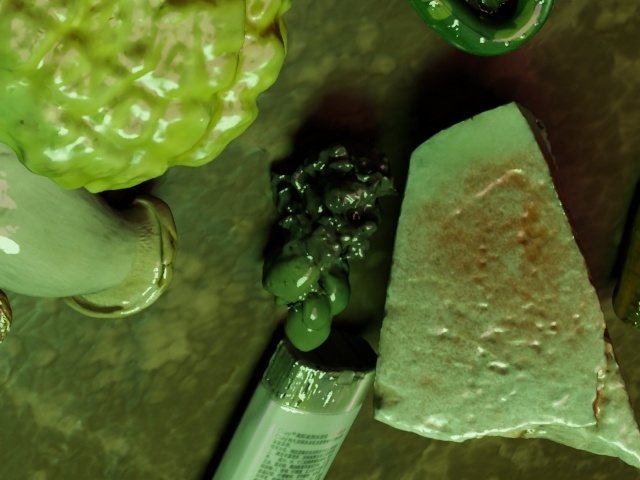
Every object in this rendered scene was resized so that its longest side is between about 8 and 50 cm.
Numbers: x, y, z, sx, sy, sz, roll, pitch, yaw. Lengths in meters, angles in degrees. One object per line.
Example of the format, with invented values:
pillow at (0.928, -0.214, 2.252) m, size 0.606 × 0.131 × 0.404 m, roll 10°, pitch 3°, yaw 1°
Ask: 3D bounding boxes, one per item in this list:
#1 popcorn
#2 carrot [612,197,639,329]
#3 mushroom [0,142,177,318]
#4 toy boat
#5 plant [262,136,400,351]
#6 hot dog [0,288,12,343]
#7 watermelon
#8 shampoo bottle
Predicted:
popcorn at (-0.134, -0.159, 0.918) m, size 0.286 × 0.174 × 0.225 m, roll 33°, pitch 91°, yaw -32°
carrot at (0.281, -0.043, 1.310) m, size 0.070 × 0.070 × 0.260 m, roll -6°, pitch 130°, yaw -25°
mushroom at (-0.173, -0.014, 1.071) m, size 0.212 × 0.088 × 0.097 m, roll 27°, pitch 78°, yaw -47°
toy boat at (0.088, -0.196, 1.085) m, size 0.104 × 0.052 × 0.210 m, roll -36°, pitch 134°, yaw -1°
plant at (0.000, 0.000, 1.190) m, size 0.087 × 0.085 × 0.174 m, roll 11°, pitch 129°, yaw -7°
hot dog at (-0.241, 0.050, 1.120) m, size 0.083 × 0.035 × 0.058 m, roll -2°, pitch 127°, yaw -28°
watermelon at (0.143, 0.055, 1.225) m, size 0.193 × 0.232 × 0.310 m, roll 7°, pitch 145°, yaw 5°
shampoo bottle at (-0.034, 0.169, 1.321) m, size 0.086 × 0.056 × 0.227 m, roll 2°, pitch 126°, yaw -37°
